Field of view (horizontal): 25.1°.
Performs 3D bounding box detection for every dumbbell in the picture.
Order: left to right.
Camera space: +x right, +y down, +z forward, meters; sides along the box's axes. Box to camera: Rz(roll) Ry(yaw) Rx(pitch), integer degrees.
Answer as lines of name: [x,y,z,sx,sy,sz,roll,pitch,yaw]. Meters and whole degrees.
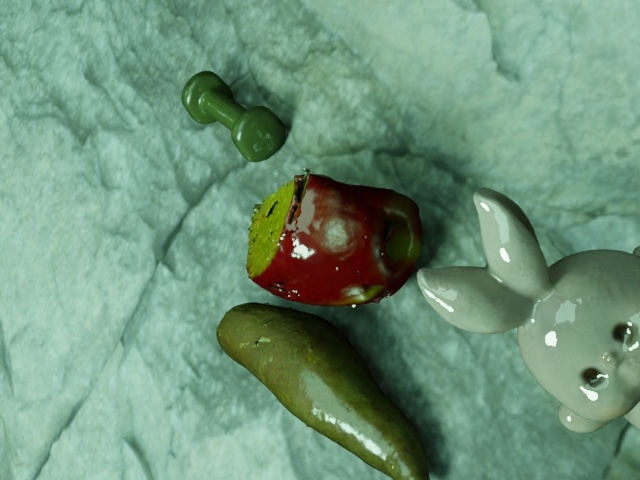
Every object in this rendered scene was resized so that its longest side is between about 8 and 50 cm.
dumbbell: [-0.079,-0.112,1.284,0.046,0.052,0.118,-45,43,-6]

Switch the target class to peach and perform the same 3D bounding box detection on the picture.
peach: [-0.002,0.006,1.098,0.172,0.127,0.092,-8,73,49]

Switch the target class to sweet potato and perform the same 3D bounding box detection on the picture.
sweet potato: [0.006,0.107,1.094,0.243,0.077,0.077,32,99,45]

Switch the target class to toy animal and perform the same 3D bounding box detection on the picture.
toy animal: [0.160,0.056,0.846,0.124,0.212,0.124,-29,53,46]
